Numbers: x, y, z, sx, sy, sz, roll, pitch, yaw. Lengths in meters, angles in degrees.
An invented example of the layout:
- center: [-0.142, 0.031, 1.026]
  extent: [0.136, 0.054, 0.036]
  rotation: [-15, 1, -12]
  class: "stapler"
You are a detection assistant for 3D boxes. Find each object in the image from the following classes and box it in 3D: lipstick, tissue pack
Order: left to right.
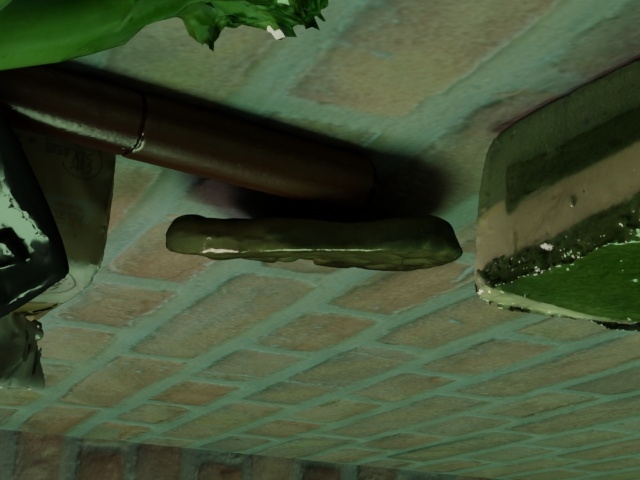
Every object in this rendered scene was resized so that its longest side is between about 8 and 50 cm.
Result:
- center: [-0.354, 0.003, 1.016]
  extent: [0.306, 0.238, 0.239]
  rotation: [13, 159, -31]
  class: "tissue pack"
- center: [-0.109, -0.083, 0.986]
  extent: [0.357, 0.057, 0.057]
  rotation: [12, 160, -31]
  class: "lipstick"

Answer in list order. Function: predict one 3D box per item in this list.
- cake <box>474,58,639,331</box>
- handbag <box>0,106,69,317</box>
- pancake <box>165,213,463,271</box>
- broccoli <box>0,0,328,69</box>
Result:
- center: [0.209, -0.047, 0.896]
  extent: [0.172, 0.157, 0.283]
  rotation: [3, 161, 3]
  class: "cake"
- center: [-0.329, -0.029, 0.850]
  extent: [0.244, 0.088, 0.275]
  rotation: [-29, 125, -8]
  class: "handbag"
- center: [0.000, 0.000, 1.154]
  extent: [0.295, 0.049, 0.294]
  rotation: [2, 177, 0]
  class: "pancake"
- center: [-0.115, -0.169, 0.415]
  extent: [0.308, 0.275, 0.308]
  rotation: [28, 159, 11]
  class: "broccoli"
